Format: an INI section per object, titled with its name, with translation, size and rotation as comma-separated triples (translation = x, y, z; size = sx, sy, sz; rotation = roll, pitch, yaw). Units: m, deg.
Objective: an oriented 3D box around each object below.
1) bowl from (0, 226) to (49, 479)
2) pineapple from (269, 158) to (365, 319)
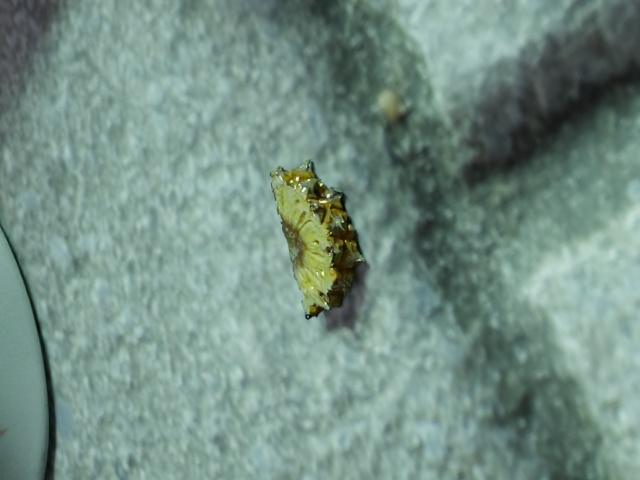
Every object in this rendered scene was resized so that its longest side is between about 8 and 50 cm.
[bowl]
translation = -0.343, 0.082, 1.254
size = 0.345, 0.157, 0.345
rotation = 19, 118, 41
[pineapple]
translation = 0.000, 0.000, 0.963
size = 0.045, 0.019, 0.083
rotation = -4, 102, 53
